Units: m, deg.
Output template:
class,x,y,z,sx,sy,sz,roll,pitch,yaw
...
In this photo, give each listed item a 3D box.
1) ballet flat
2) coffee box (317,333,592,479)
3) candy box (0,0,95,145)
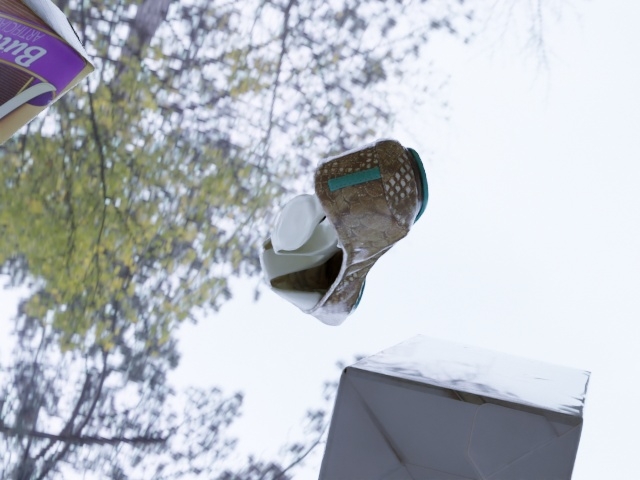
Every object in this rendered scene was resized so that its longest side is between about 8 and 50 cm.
class,x,y,z,sx,sy,sz,roll,pitch,yaw
ballet flat,0.000,0.000,0.675,0.067,0.206,0.073,-9,-113,-17
coffee box,0.098,0.129,0.764,0.141,0.246,0.098,12,-88,13
candy box,-0.202,-0.106,0.513,0.109,0.186,0.053,-37,-130,6
